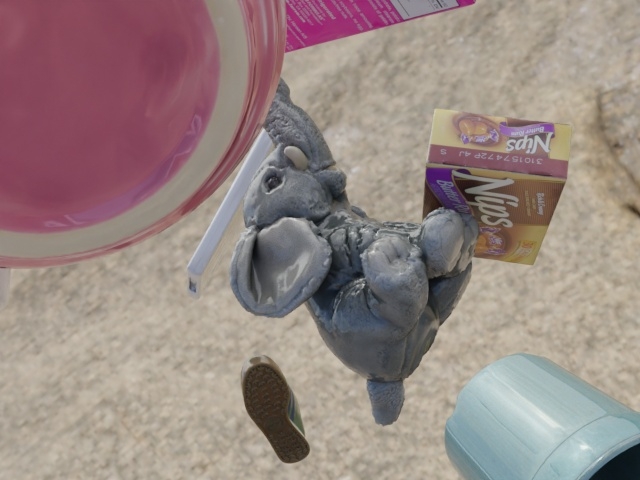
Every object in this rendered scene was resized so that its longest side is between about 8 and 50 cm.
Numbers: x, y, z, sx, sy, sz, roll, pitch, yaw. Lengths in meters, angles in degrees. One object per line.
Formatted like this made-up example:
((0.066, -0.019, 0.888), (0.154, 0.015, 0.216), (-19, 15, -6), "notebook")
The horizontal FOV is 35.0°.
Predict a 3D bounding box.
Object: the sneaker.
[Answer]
((-0.070, 0.217, 1.404), (0.064, 0.192, 0.086), (-22, 34, -2), "sneaker")

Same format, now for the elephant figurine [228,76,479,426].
((0.000, 0.000, 0.859), (0.239, 0.169, 0.186), (26, 65, 21), "elephant figurine")

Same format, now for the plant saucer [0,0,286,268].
((-0.174, -0.114, 0.624), (0.332, 0.332, 0.084), (-32, 36, 0), "plant saucer")

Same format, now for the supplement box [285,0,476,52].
((0.031, -0.266, 0.930), (0.220, 0.114, 0.111), (-7, 55, 33), "supplement box")

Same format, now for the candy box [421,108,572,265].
((0.142, -0.040, 0.855), (0.109, 0.187, 0.053), (8, 70, 6), "candy box")

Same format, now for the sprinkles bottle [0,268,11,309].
((-0.302, -0.122, 0.813), (0.121, 0.121, 0.356), (-5, 81, 43), "sprinkles bottle")

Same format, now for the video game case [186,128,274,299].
((-0.121, -0.032, 1.354), (0.212, 0.023, 0.193), (-62, 1, -15), "video game case")

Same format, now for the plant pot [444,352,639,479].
((0.391, 0.365, 1.630), (0.341, 0.341, 0.334), (-36, 33, -9), "plant pot")
